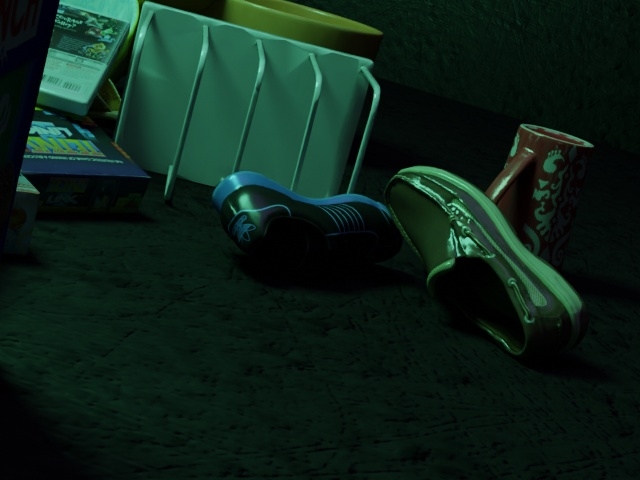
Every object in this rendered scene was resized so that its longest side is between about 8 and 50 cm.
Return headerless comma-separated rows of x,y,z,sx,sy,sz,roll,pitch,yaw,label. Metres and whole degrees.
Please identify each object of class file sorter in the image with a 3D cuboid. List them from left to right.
-0.087,-0.130,1.364,0.277,0.193,0.173,13,16,-10,file sorter

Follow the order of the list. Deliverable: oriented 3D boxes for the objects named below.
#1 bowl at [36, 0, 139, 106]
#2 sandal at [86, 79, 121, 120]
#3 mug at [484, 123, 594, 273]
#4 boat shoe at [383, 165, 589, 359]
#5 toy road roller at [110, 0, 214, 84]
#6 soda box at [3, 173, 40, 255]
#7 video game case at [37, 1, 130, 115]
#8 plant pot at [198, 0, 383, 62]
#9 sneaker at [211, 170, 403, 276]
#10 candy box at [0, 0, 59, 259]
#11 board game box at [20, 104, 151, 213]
-0.370,-0.231,1.448,0.289,0.156,0.289,11,40,-9,bowl
-0.294,-0.200,1.636,0.240,0.079,0.088,18,14,11,sandal
0.252,-0.042,1.428,0.113,0.169,0.150,20,14,15,mug
0.139,0.017,1.165,0.095,0.095,0.257,-17,46,-38,boat shoe
-0.284,-0.351,1.738,0.240,0.329,0.202,27,18,25,toy road roller
-0.327,-0.031,0.981,0.183,0.058,0.063,8,16,-33,soda box
-0.320,-0.213,1.310,0.190,0.022,0.173,15,41,-2,video game case
-0.070,-0.261,1.868,0.291,0.203,0.291,15,14,-4,plant pot
0.000,0.000,1.206,0.232,0.081,0.090,11,35,-37,sneaker
-0.244,-0.062,0.647,0.122,0.317,0.268,16,14,1,candy box
-0.277,-0.084,1.205,0.170,0.048,0.141,-1,34,-49,board game box
